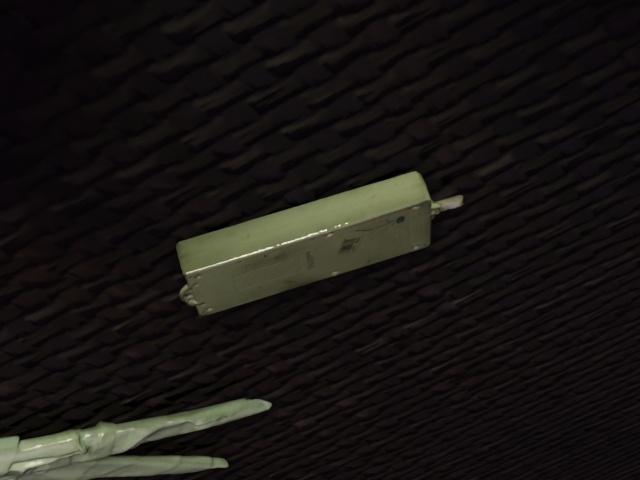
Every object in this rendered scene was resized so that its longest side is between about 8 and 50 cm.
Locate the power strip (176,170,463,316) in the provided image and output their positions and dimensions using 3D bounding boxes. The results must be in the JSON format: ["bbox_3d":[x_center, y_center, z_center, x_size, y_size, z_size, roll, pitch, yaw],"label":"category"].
[{"bbox_3d":[0.000,0.000,0.626,0.136,0.019,0.051,-18,151,-3],"label":"power strip"}]

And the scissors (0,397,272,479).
[{"bbox_3d":[-0.206,0.123,0.710,0.383,0.029,0.256,-3,149,-31],"label":"scissors"}]
